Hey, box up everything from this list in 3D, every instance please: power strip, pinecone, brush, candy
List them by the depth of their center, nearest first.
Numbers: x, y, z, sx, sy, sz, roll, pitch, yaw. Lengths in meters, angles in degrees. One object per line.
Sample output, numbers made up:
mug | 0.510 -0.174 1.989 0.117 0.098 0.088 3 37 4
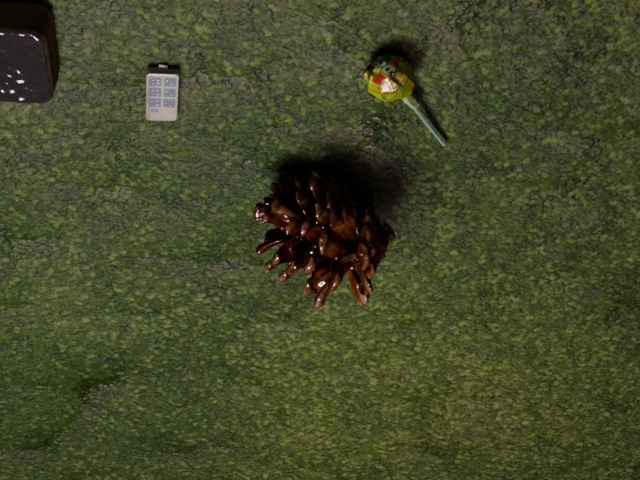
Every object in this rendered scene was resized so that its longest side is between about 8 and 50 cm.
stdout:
brush | -0.411 -0.219 1.807 0.197 0.059 0.123 0 138 -2
power strip | -0.195 -0.180 1.895 0.040 0.016 0.090 2 139 -5
candy | 0.114 -0.167 1.907 0.058 0.062 0.194 -55 141 -8
pinecone | 0.003 -0.002 1.991 0.195 0.179 0.150 37 108 -14
